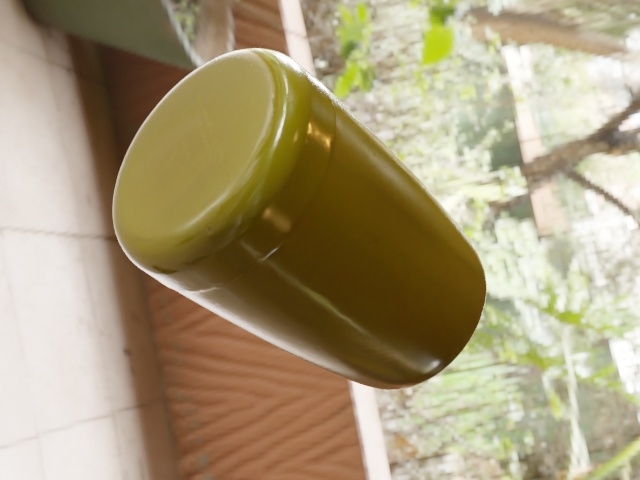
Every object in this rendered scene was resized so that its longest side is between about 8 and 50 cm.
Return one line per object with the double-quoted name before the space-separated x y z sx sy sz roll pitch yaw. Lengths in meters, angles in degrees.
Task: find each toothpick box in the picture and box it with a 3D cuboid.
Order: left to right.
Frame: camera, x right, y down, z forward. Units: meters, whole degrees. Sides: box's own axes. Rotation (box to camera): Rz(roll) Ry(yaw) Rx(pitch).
"toothpick box" 0.000 0.000 0.874 0.271 0.175 0.175 36 35 -38
